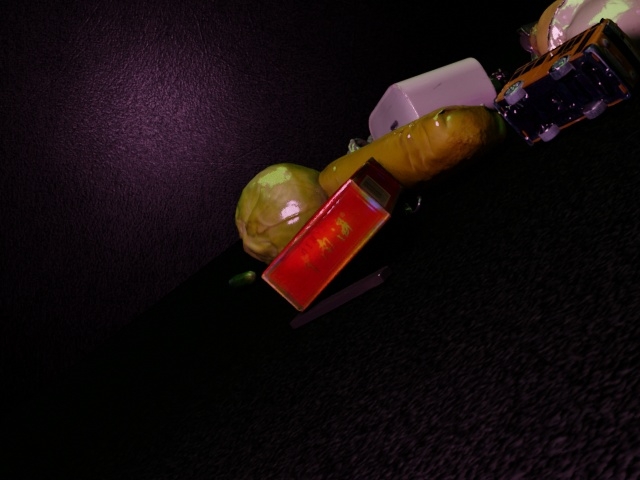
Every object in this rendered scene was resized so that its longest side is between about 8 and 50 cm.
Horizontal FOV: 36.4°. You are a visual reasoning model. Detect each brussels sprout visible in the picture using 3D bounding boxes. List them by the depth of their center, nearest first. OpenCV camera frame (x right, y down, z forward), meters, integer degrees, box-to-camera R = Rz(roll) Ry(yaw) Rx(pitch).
[{"bbox_3d":[-0.069,-0.052,1.976,0.223,0.223,0.161,-37,1,4],"label":"brussels sprout"}]

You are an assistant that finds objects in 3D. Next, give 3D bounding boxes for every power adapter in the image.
[{"bbox_3d":[0.244,-0.263,1.919,0.255,0.124,0.187,-23,-12,-23],"label":"power adapter"}]

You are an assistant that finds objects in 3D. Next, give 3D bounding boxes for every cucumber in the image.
[{"bbox_3d":[-0.178,0.092,2.243,0.037,0.037,0.155,-40,9,-25],"label":"cucumber"}]

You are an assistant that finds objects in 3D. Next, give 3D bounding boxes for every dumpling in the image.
[{"bbox_3d":[0.445,-0.334,1.441,0.247,0.172,0.142,-28,-18,29],"label":"dumpling"}]

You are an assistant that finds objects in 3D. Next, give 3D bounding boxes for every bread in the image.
[{"bbox_3d":[0.160,-0.134,1.721,0.166,0.112,0.384,-6,-11,-39],"label":"bread"}]

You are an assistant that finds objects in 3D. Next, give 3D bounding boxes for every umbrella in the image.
[{"bbox_3d":[0.120,-0.032,1.616,0.269,0.044,0.044,144,140,-75],"label":"umbrella"}]

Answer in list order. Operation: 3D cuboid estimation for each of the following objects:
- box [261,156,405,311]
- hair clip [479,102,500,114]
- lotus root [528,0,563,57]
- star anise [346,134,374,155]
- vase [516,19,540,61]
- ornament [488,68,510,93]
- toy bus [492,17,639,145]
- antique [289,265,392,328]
[{"bbox_3d":[0.029,-0.020,1.529,0.197,0.089,0.313,-48,0,14],"label":"box"},{"bbox_3d":[0.266,-0.189,1.853,0.214,0.056,0.062,-42,14,47],"label":"hair clip"},{"bbox_3d":[0.478,-0.379,1.703,0.146,0.130,0.303,-15,-2,-25],"label":"lotus root"},{"bbox_3d":[0.140,-0.196,2.149,0.359,0.139,0.316,-39,14,-15],"label":"star anise"},{"bbox_3d":[0.565,-0.489,2.161,0.237,0.115,0.115,-31,7,3],"label":"vase"},{"bbox_3d":[0.350,-0.310,2.117,0.088,0.081,0.203,-42,11,-30],"label":"ornament"},{"bbox_3d":[0.357,-0.225,1.380,0.114,0.098,0.201,-53,15,-32],"label":"toy bus"},{"bbox_3d":[0.026,0.083,1.367,0.192,0.015,0.031,-32,8,41],"label":"antique"}]
